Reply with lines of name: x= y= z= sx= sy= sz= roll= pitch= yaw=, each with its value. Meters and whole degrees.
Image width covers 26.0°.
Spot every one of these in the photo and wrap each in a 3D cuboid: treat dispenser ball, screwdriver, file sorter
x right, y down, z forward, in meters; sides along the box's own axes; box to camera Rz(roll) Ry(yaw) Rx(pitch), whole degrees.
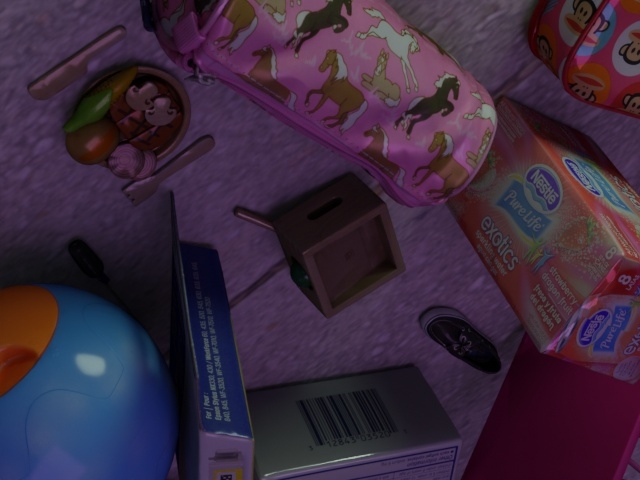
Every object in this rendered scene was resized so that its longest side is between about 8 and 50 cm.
treat dispenser ball: x=-0.291 y=0.188 z=1.433 sx=0.288 sy=0.288 sz=0.288 roll=-12 pitch=130 yaw=-15
screwdriver: x=-0.230 y=0.052 z=1.538 sx=0.025 sy=0.024 sz=0.170 roll=-55 pitch=140 yaw=-15
file sorter: x=0.337 y=0.274 z=1.759 sx=0.182 sy=0.202 sz=0.290 roll=39 pitch=71 yaw=-43

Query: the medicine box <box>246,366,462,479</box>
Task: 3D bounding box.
medicine box: x=0.016 y=0.330 z=1.773 sx=0.263 sy=0.149 sz=0.289 roll=-8 pitch=129 yaw=-19

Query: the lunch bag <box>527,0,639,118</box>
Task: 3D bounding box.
lunch bag: x=0.396 y=-0.253 z=1.503 sx=0.293 sy=0.120 sz=0.258 roll=15 pitch=118 yaw=-32

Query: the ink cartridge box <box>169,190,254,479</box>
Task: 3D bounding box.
ink cartridge box: x=-0.119 y=0.156 z=1.471 sx=0.072 sy=0.303 sz=0.307 roll=-1 pitch=128 yaw=-11

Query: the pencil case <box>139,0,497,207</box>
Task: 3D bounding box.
pencil case: x=0.012 y=-0.170 z=1.374 sx=0.386 sy=0.160 sz=0.167 roll=28 pitch=110 yaw=-38

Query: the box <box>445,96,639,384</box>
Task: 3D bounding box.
box: x=0.270 y=-0.005 z=1.521 sx=0.154 sy=0.300 sz=0.142 roll=19 pitch=118 yaw=-33

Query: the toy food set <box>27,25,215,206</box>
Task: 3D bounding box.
toy food set: x=-0.192 y=-0.116 z=1.405 sx=0.132 sy=0.038 sz=0.192 roll=-35 pitch=132 yaw=5

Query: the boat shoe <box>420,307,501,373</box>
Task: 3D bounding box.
boat shoe: x=0.183 y=0.128 z=1.761 sx=0.142 sy=0.040 sz=0.049 roll=31 pitch=109 yaw=-38

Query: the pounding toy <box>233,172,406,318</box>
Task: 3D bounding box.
pounding toy: x=0.000 y=0.000 z=1.558 sx=0.141 sy=0.100 sz=0.130 roll=-31 pitch=133 yaw=-13
